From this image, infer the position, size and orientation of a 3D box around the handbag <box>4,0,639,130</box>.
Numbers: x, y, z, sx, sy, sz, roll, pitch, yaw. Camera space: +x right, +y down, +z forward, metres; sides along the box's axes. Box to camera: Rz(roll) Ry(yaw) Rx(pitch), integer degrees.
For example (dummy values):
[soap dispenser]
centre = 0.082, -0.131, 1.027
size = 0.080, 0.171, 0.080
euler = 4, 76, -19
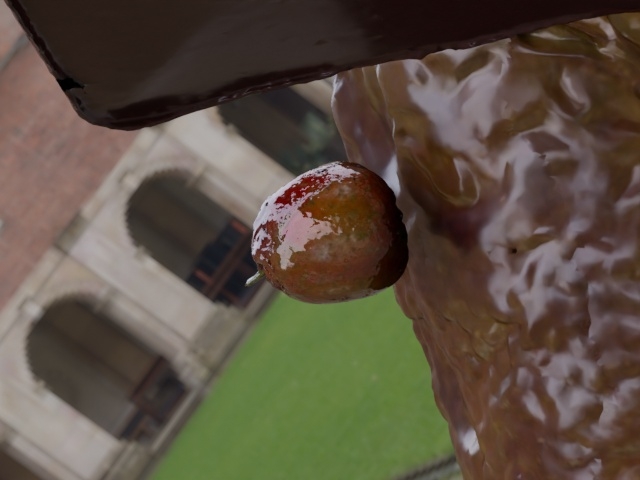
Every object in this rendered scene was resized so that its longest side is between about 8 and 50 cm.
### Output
[handbag]
centre = 0.018, -0.127, 0.441
size = 0.275, 0.260, 0.084
euler = 74, -174, -76

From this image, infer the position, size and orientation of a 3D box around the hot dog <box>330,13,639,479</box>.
[hot dog]
centre = 0.144, 0.037, 0.815
size = 0.174, 0.387, 0.267
euler = -21, 4, -27

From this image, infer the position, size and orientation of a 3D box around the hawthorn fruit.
[hawthorn fruit]
centre = 0.005, -0.004, 0.746
size = 0.077, 0.077, 0.077
euler = -54, 3, 5
